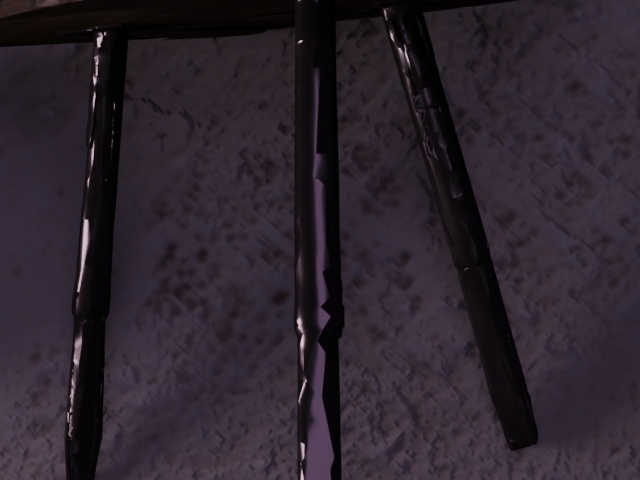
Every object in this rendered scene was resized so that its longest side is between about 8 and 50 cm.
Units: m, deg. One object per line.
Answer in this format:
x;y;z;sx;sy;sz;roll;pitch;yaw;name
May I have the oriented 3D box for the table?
0.000;0.000;0.860;0.317;0.317;0.249;-5;93;-1;table
